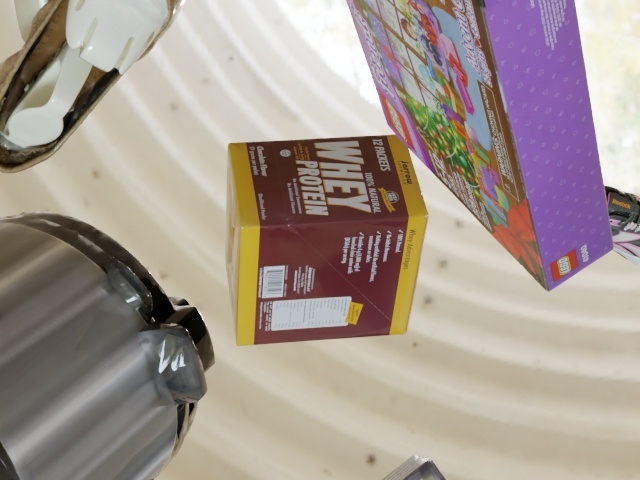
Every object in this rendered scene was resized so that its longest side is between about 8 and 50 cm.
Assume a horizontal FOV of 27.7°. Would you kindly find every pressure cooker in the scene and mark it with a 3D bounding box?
[{"bbox_3d":[-0.338,0.169,1.431,0.370,0.375,0.420,36,-141,10],"label":"pressure cooker"}]

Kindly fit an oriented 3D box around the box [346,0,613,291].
[{"bbox_3d":[0.079,-0.126,0.777,0.057,0.293,0.201,-32,-131,-7],"label":"box"}]

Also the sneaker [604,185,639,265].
[{"bbox_3d":[0.319,-0.020,1.354,0.178,0.077,0.072,5,-113,16],"label":"sneaker"}]

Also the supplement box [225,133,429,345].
[{"bbox_3d":[0.000,0.000,1.412,0.194,0.191,0.129,-4,-134,-9],"label":"supplement box"}]

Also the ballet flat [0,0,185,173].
[{"bbox_3d":[-0.213,-0.171,1.157,0.342,0.116,0.124,-40,-149,36],"label":"ballet flat"}]

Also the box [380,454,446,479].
[{"bbox_3d":[0.080,0.539,1.777,0.395,0.318,0.097,-37,-174,-13],"label":"box"}]

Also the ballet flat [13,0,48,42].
[{"bbox_3d":[-0.260,-0.315,1.260,0.086,0.248,0.086,22,180,0],"label":"ballet flat"}]
